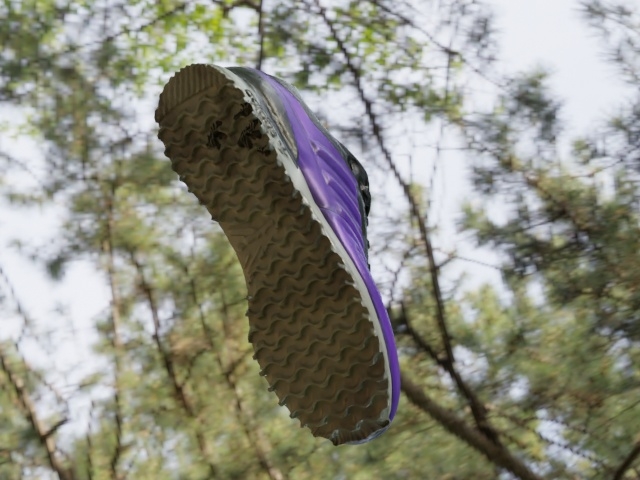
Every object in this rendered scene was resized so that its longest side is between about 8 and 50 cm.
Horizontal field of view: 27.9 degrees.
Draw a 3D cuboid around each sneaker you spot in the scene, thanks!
[{"bbox_3d":[0.001,-0.001,0.945,0.102,0.146,0.293,-27,-97,30],"label":"sneaker"}]
